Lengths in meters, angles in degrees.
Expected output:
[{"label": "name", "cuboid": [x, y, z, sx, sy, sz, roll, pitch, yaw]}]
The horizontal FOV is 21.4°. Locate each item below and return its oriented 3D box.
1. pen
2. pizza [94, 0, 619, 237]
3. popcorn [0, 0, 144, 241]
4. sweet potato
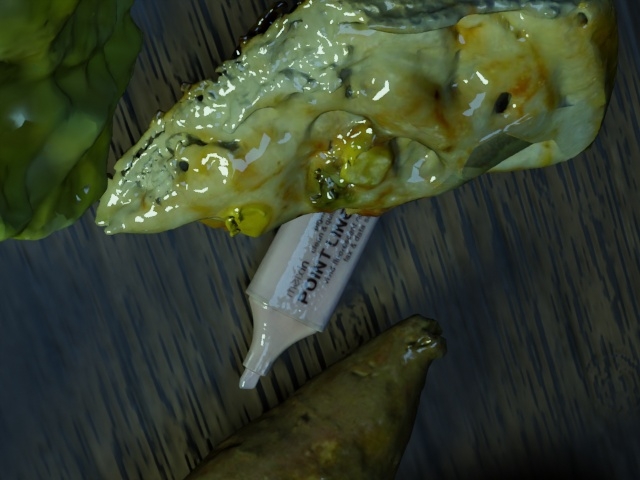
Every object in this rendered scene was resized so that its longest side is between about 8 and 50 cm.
[{"label": "pen", "cuboid": [0.000, 0.000, 0.995, 0.053, 0.032, 0.197, 26, 91, -22]}, {"label": "pizza", "cuboid": [0.023, -0.064, 0.899, 0.297, 0.189, 0.071, -12, 63, -9]}, {"label": "popcorn", "cuboid": [-0.219, -0.135, 0.752, 0.312, 0.312, 0.312, -4, 103, -17]}, {"label": "sweet potato", "cuboid": [-0.041, 0.177, 0.968, 0.131, 0.131, 0.337, 32, 90, -21]}]
